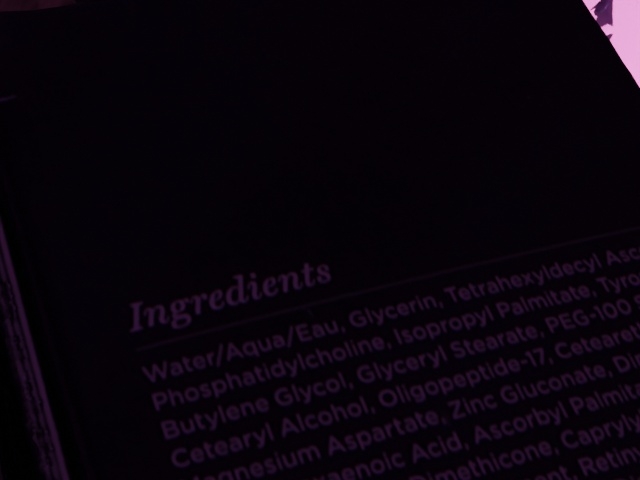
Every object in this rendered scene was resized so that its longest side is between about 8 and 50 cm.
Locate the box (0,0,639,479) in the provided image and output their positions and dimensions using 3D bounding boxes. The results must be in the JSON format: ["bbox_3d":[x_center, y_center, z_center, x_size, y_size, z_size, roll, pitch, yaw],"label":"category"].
[{"bbox_3d":[0.022,0.204,0.585,0.297,0.471,0.480,-14,149,-19],"label":"box"}]

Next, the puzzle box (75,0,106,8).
[{"bbox_3d":[0.017,-0.277,0.421,0.409,0.052,0.272,-38,152,-3],"label":"puzzle box"}]

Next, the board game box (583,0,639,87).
[{"bbox_3d":[0.282,-0.244,0.752,0.390,0.050,0.390,-42,152,-6],"label":"board game box"}]
